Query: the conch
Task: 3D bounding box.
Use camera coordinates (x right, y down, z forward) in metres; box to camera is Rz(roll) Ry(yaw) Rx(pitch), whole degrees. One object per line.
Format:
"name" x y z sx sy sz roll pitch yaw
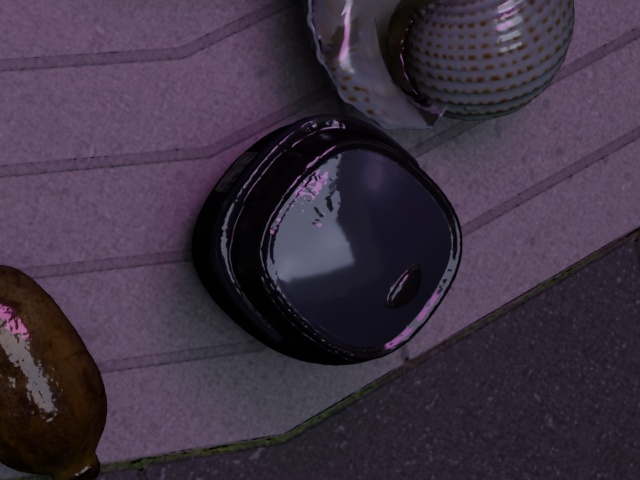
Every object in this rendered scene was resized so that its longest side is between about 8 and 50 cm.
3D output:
"conch" 0.113 -0.276 1.772 0.303 0.215 0.319 -14 103 -11

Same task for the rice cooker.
"rice cooker" 0.000 0.000 1.736 0.267 0.224 0.267 -2 96 -22

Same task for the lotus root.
"lotus root" -0.300 0.145 1.673 0.145 0.128 0.260 -29 98 -4
